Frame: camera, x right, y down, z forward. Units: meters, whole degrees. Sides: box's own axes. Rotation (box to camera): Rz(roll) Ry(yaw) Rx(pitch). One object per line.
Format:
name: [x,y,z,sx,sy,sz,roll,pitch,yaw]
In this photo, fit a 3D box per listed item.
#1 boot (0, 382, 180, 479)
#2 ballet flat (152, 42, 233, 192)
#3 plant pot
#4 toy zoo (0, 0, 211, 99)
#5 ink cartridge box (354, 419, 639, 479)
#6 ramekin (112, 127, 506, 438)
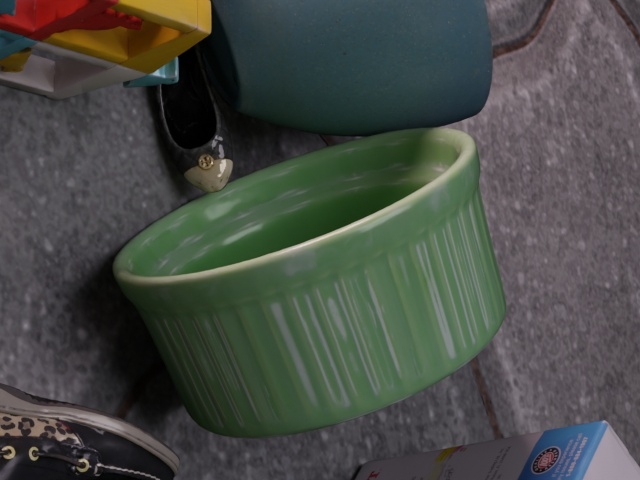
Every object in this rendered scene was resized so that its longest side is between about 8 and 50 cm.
boot: [-0.219,0.204,1.378,0.236,0.085,0.178,22,64,-33]
ballet flat: [-0.116,-0.122,1.600,0.049,0.057,0.173,76,-3,-81]
plant pot: [-0.007,-0.206,1.620,0.195,0.290,0.290,-23,95,-14]
toy zoo: [-0.219,-0.164,1.413,0.293,0.192,0.030,13,68,-42]
ink cartridge box: [0.144,0.301,1.584,0.197,0.270,0.198,54,46,-22]
ramekin: [0.000,0.034,1.509,0.303,0.303,0.148,-35,111,-46]
